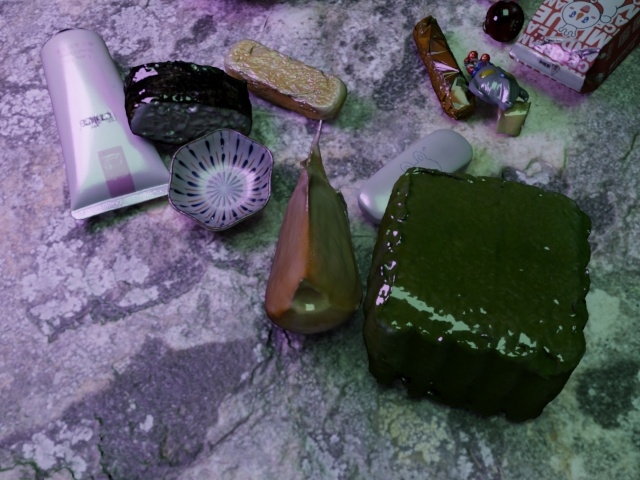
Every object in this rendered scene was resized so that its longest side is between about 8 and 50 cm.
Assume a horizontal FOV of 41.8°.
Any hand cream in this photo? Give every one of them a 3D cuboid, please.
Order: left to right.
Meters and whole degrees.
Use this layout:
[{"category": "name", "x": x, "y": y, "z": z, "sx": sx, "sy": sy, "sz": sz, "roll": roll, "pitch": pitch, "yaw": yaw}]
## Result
[{"category": "hand cream", "x": -0.396, "y": -0.212, "z": 1.490, "sx": 0.186, "sy": 0.118, "sz": 0.358, "roll": -17, "pitch": 68, "yaw": -17}]

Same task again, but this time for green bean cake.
[{"category": "green bean cake", "x": 0.238, "y": 0.076, "z": 1.278, "sx": 0.335, "sy": 0.218, "sz": 0.319, "roll": 16, "pitch": 55, "yaw": 2}]

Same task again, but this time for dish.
[{"category": "dish", "x": -0.166, "y": -0.095, "z": 1.439, "sx": 0.191, "sy": 0.066, "sz": 0.190, "roll": -1, "pitch": 68, "yaw": 3}]

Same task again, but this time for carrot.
[{"category": "carrot", "x": 0.230, "y": -0.325, "z": 1.576, "sx": 0.069, "sy": 0.069, "sz": 0.228, "roll": -14, "pitch": 61, "yaw": -8}]

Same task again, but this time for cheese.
[{"category": "cheese", "x": 0.350, "y": -0.228, "z": 1.529, "sx": 0.060, "sy": 0.041, "sz": 0.084, "roll": 12, "pitch": 61, "yaw": 7}]

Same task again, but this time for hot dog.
[{"category": "hot dog", "x": -0.064, "y": -0.289, "z": 1.547, "sx": 0.243, "sy": 0.073, "sz": 0.084, "roll": 25, "pitch": 66, "yaw": 14}]

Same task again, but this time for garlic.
[{"category": "garlic", "x": 0.000, "y": 0.000, "z": 1.323, "sx": 0.151, "sy": 0.196, "sz": 0.338, "roll": 7, "pitch": 53, "yaw": 0}]

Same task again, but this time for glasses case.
[{"category": "glasses case", "x": 0.165, "y": -0.112, "z": 1.455, "sx": 0.233, "sy": 0.059, "sz": 0.092, "roll": -36, "pitch": 65, "yaw": -19}]

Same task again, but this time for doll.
[{"category": "doll", "x": 0.315, "y": -0.289, "z": 1.527, "sx": 0.104, "sy": 0.062, "sz": 0.194, "roll": 25, "pitch": 30, "yaw": -26}]

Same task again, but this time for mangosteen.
[{"category": "mangosteen", "x": 0.352, "y": -0.426, "z": 1.619, "sx": 0.081, "sy": 0.081, "sz": 0.080, "roll": 0, "pitch": 61, "yaw": 0}]

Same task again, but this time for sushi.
[{"category": "sushi", "x": -0.230, "y": -0.241, "z": 1.469, "sx": 0.225, "sy": 0.124, "sz": 0.127, "roll": 6, "pitch": 54, "yaw": -24}]

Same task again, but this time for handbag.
[{"category": "handbag", "x": 0.500, "y": -0.403, "z": 1.577, "sx": 0.171, "sy": 0.151, "sz": 0.298, "roll": 39, "pitch": 75, "yaw": 24}]

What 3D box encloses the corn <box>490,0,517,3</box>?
[{"category": "corn", "x": 0.293, "y": -0.561, "z": 1.691, "sx": 0.281, "sy": 0.092, "sz": 0.092, "roll": 36, "pitch": 67, "yaw": 15}]
